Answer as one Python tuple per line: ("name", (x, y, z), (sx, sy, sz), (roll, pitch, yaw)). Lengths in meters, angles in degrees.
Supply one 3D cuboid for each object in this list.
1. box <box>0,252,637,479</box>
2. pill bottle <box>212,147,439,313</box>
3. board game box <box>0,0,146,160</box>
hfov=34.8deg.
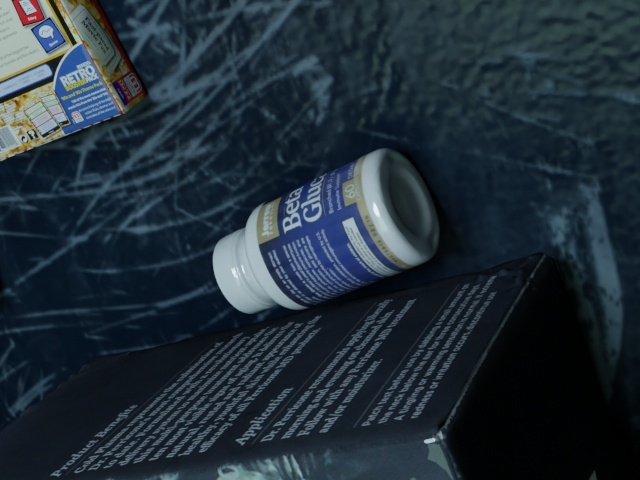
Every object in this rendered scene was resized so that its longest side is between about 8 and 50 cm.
("box", (0.012, 0.318, 0.827), (0.472, 0.297, 0.479), (-15, 103, 31))
("pill bottle", (0.000, 0.000, 0.808), (0.169, 0.094, 0.094), (-24, 109, 30))
("board game box", (-0.251, -0.174, 0.830), (0.147, 0.045, 0.193), (-15, 113, 27))
